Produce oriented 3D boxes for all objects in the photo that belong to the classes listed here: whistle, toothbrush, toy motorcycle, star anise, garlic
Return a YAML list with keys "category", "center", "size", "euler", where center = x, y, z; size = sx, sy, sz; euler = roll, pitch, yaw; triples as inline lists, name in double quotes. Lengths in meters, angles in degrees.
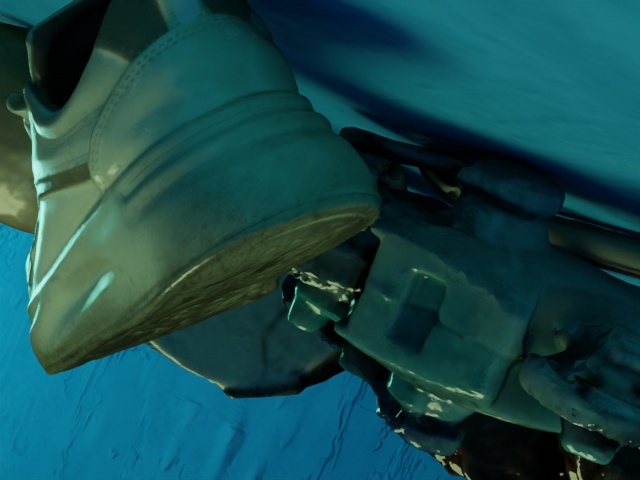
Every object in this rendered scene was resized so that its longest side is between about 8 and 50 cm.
- category: "whistle"
  center: [0.004, 0.032, 1.098]
  size: [0.404, 0.188, 0.168]
  euler: [23, 178, -12]
- category: "toothbrush"
  center: [0.204, 0.019, 0.812]
  size: [0.029, 0.024, 0.354]
  euler: [14, -177, -33]
- category: "toy motorcycle"
  center: [0.094, 0.036, 0.795]
  size: [0.260, 0.154, 0.206]
  euler: [28, -168, 29]
- category: "star anise"
  center: [0.179, 0.117, 0.968]
  size: [0.223, 0.109, 0.236]
  euler: [-17, -177, 36]
- category: "garlic"
  center: [-0.204, -0.102, 1.315]
  size: [0.196, 0.151, 0.338]
  euler: [53, -159, 26]

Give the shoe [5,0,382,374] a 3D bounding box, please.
- category: "shoe"
  center: [-0.082, -0.038, 0.684]
  size: [0.124, 0.159, 0.316]
  euler: [-21, 178, -24]
